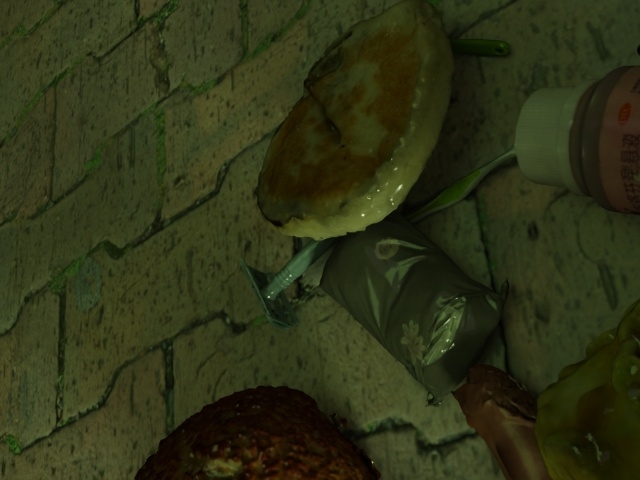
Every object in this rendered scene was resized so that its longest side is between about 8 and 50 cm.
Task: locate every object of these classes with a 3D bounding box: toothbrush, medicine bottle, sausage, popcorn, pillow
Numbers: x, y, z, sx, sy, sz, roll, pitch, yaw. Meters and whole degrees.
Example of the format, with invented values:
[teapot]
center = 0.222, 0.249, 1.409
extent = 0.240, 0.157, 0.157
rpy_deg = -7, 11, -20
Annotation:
[toothbrush]
center = 0.150, -0.054, 1.030
extent = 0.263, 0.026, 0.022
rpy_deg = -32, 61, 31
[medicine bottle]
center = 0.311, -0.092, 0.809
extent = 0.247, 0.147, 0.147
rpy_deg = 9, 80, 45
[sausage]
center = 0.213, 0.242, 0.819
extent = 0.078, 0.078, 0.304
rpy_deg = -43, 48, 23
[popcorn]
center = 0.300, 0.150, 0.716
extent = 0.203, 0.200, 0.226
rpy_deg = -51, 6, -21
[pillow]
center = 0.092, 0.060, 1.007
extent = 0.255, 0.059, 0.169
rpy_deg = 41, 109, 41

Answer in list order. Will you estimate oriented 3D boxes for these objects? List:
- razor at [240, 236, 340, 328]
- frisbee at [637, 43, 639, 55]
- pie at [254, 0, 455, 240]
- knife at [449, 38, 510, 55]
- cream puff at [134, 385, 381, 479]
[razor]
center = 0.000, 0.000, 1.135
extent = 0.232, 0.068, 0.106
rpy_deg = -45, 49, 15
[frisbee]
center = 0.385, -0.186, 0.724
extent = 0.236, 0.236, 0.017
rpy_deg = -13, 90, 40
[pie]
center = 0.041, -0.149, 1.097
extent = 0.339, 0.077, 0.339
rpy_deg = -33, 38, 31
[knife]
center = 0.163, -0.244, 1.099
extent = 0.184, 0.022, 0.026
rpy_deg = 16, 60, 47
[cream puff]
center = -0.094, 0.326, 0.972
extent = 0.350, 0.229, 0.350
rpy_deg = -21, 57, 37
